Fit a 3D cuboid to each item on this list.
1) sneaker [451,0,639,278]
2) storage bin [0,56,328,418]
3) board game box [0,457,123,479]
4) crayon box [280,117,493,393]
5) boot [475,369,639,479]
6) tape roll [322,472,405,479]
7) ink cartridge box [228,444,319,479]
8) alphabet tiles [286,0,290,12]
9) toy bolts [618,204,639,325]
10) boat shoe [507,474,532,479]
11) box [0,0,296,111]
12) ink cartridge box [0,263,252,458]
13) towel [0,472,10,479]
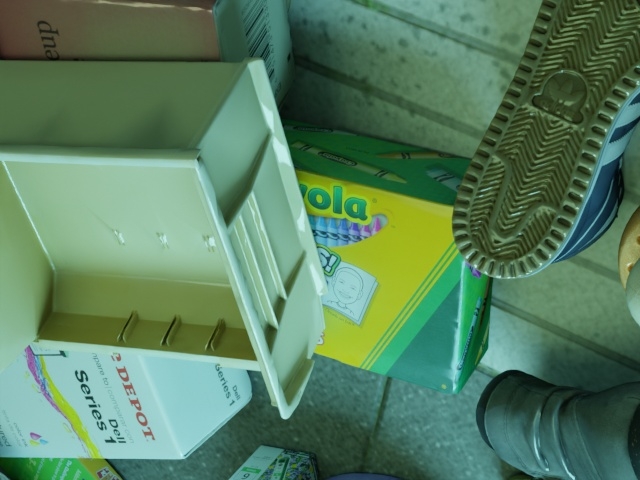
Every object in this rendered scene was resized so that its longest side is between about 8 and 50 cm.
[{"bbox_3d":[0.187,-0.102,0.815,0.099,0.153,0.282,33,98,17],"label":"sneaker"},{"bbox_3d":[-0.151,0.002,0.893,0.262,0.123,0.260,3,133,21],"label":"storage bin"},{"bbox_3d":[-0.297,0.240,1.345,0.259,0.039,0.124,50,131,3],"label":"board game box"},{"bbox_3d":[0.000,0.000,0.983,0.278,0.081,0.165,15,123,23],"label":"crayon box"},{"bbox_3d":[0.276,0.221,0.901,0.338,0.118,0.222,55,157,-12],"label":"boot"},{"bbox_3d":[0.061,0.354,1.138,0.274,0.090,0.275,16,123,26],"label":"tape roll"},{"bbox_3d":[-0.057,0.235,1.131,0.063,0.115,0.029,4,117,31],"label":"ink cartridge box"},{"bbox_3d":[-0.137,-0.180,1.029,0.237,0.009,0.198,27,127,18],"label":"alphabet tiles"},{"bbox_3d":[0.312,0.058,0.766,0.228,0.158,0.218,-7,110,36],"label":"toy bolts"},{"bbox_3d":[0.202,0.265,1.022,0.152,0.049,0.056,43,130,5],"label":"boat shoe"},{"bbox_3d":[-0.151,-0.156,0.922,0.232,0.127,0.149,8,135,17],"label":"box"},{"bbox_3d":[-0.228,0.094,1.165,0.278,0.117,0.201,-7,110,36],"label":"ink cartridge box"},{"bbox_3d":[-0.334,0.267,1.286,0.209,0.034,0.285,37,161,23],"label":"towel"}]
